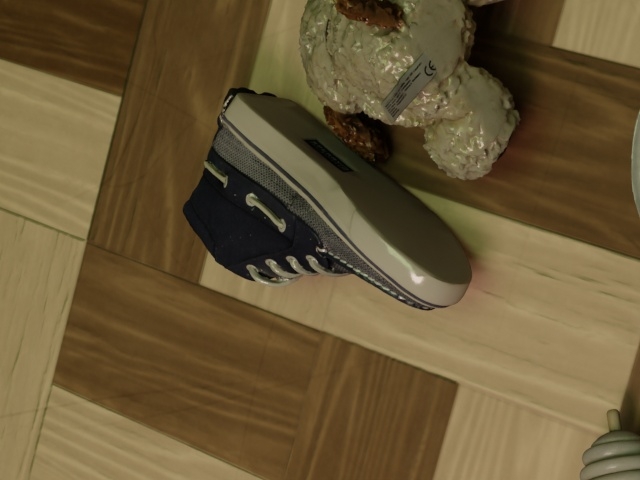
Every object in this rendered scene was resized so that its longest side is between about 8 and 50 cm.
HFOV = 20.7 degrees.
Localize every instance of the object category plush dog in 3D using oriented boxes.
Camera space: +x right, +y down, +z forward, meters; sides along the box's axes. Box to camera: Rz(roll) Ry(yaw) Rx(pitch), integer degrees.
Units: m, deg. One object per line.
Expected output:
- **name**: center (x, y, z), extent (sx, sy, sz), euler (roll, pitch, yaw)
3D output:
- **plush dog**: center (0.057, -0.190, 1.665), extent (0.225, 0.210, 0.262), euler (-3, 83, 60)

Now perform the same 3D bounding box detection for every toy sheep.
- **toy sheep**: center (0.271, 0.213, 1.544), extent (0.091, 0.091, 0.132), euler (-21, 62, 31)

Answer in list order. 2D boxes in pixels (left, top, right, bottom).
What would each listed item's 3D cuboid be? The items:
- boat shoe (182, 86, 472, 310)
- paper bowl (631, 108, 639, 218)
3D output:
- **boat shoe**: center (0.000, 0.000, 1.726), extent (0.340, 0.127, 0.158), euler (45, 118, 36)
- **paper bowl**: center (0.391, -0.068, 1.441), extent (0.284, 0.148, 0.284), euler (-2, 87, 33)
